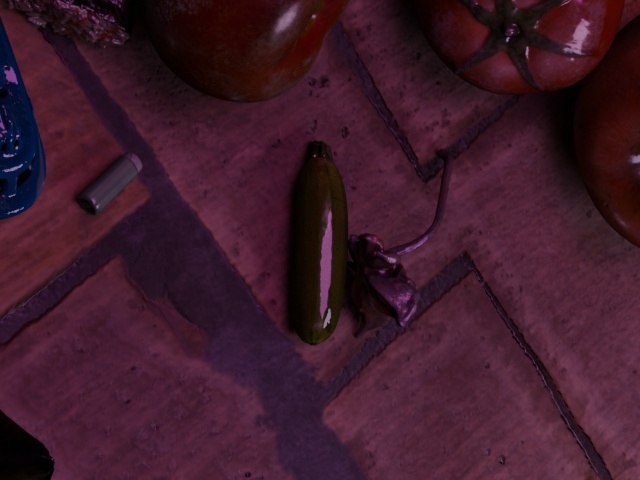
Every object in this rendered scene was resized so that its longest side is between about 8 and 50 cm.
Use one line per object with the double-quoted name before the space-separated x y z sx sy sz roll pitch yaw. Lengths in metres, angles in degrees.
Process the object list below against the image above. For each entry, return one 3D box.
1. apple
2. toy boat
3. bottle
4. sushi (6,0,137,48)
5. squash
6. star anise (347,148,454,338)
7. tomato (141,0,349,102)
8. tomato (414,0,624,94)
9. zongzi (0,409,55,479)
"apple" 0.505 -0.147 2.200 0.305 0.338 0.338 -36 104 -51
"toy boat" -0.368 -0.170 1.766 0.134 0.092 0.299 -22 96 -36
"bottle" -0.236 -0.065 1.871 0.083 0.030 0.030 -47 109 -29
"sushi" -0.275 -0.270 1.837 0.150 0.090 0.078 24 68 -27
"squash" 0.000 0.000 1.994 0.066 0.066 0.252 7 80 -32
"star anise" 0.122 0.004 2.052 0.227 0.148 0.218 -25 54 -22
"tomato" -0.089 -0.295 1.863 0.222 0.270 0.270 29 64 13
"tomato" 0.252 -0.320 2.091 0.265 0.265 0.265 5 82 -32
"zongzi" -0.456 0.295 1.582 0.383 0.319 0.362 -2 90 -14
